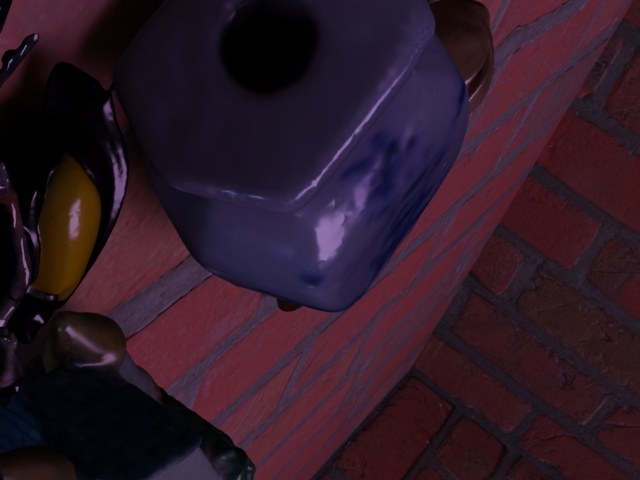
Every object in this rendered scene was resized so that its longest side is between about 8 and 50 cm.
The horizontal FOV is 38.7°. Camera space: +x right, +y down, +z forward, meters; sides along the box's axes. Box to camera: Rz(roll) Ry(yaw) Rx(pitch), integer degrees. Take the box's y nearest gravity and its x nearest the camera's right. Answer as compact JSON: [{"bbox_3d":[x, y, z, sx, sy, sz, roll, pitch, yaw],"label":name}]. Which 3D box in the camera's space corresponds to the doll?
[{"bbox_3d":[-0.179,0.012,0.544,0.088,0.127,0.248,15,111,-39],"label":"doll"}]

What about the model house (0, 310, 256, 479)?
[{"bbox_3d":[-0.204,0.178,0.644,0.267,0.194,0.325,-49,162,-20],"label":"model house"}]

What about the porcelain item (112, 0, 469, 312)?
[{"bbox_3d":[-0.006,-0.068,0.704,0.242,0.178,0.405,-53,168,-6],"label":"porcelain item"}]

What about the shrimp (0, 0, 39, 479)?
[{"bbox_3d":[-0.193,0.059,0.418,0.372,0.172,0.137,-46,-167,41],"label":"shrimp"}]

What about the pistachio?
[{"bbox_3d":[0.111,-0.175,0.961,0.185,0.124,0.124,-38,166,5],"label":"pistachio"}]

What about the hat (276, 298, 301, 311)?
[{"bbox_3d":[0.000,0.000,1.133,0.173,0.144,0.166,-10,-162,36],"label":"hat"}]
